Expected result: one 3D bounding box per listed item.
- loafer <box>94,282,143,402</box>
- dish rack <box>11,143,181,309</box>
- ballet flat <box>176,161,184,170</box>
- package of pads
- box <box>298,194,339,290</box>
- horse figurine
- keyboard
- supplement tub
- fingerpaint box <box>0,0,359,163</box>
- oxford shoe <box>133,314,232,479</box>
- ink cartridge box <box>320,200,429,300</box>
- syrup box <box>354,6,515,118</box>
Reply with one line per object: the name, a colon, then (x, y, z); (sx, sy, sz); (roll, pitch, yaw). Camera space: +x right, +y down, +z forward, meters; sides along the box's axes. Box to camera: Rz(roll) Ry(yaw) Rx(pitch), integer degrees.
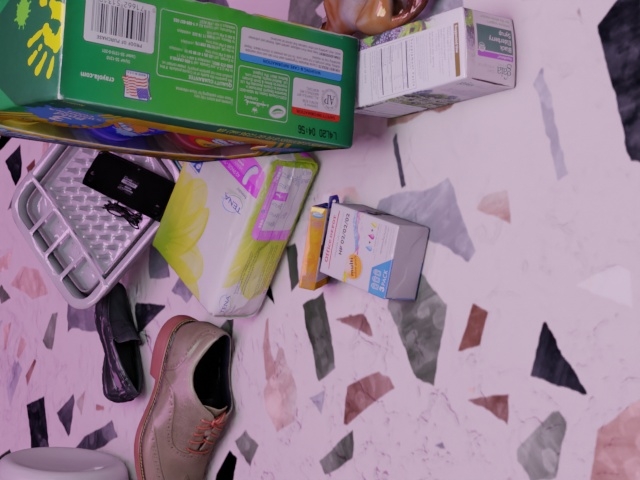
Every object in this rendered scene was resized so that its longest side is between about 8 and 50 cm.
loafer: (-0.353, 0.178, 2.209); (0.078, 0.076, 0.223); (-17, 73, 34)
dish rack: (-0.381, -0.074, 2.182); (0.333, 0.072, 0.285); (-47, 65, 22)
ballet flat: (-0.232, -0.160, 2.096); (0.052, 0.057, 0.168); (-41, 55, 7)
package of pads: (-0.136, -0.051, 1.936); (0.229, 0.101, 0.297); (47, 122, 42)
box: (0.000, 0.000, 1.786); (0.028, 0.081, 0.136); (9, 97, 13)
horse figurine: (0.071, -0.344, 1.732); (0.263, 0.066, 0.175); (15, 94, 52)
keyboard: (-0.324, -0.079, 2.098); (0.192, 0.038, 0.100); (26, 78, 30)
supplement tub: (-0.469, 0.548, 2.195); (0.235, 0.235, 0.325); (8, 94, 50)
fingerpaint box: (-0.237, -0.209, 1.646); (0.371, 0.444, 0.163); (0, 85, 49)
oxford shoe: (-0.214, 0.300, 1.996); (0.130, 0.123, 0.348); (7, 94, 45)
ink cartridge box: (0.061, 0.009, 1.725); (0.181, 0.061, 0.104); (21, 104, 49)
syrup box: (0.137, -0.229, 1.623); (0.237, 0.093, 0.096); (-10, 80, 50)
